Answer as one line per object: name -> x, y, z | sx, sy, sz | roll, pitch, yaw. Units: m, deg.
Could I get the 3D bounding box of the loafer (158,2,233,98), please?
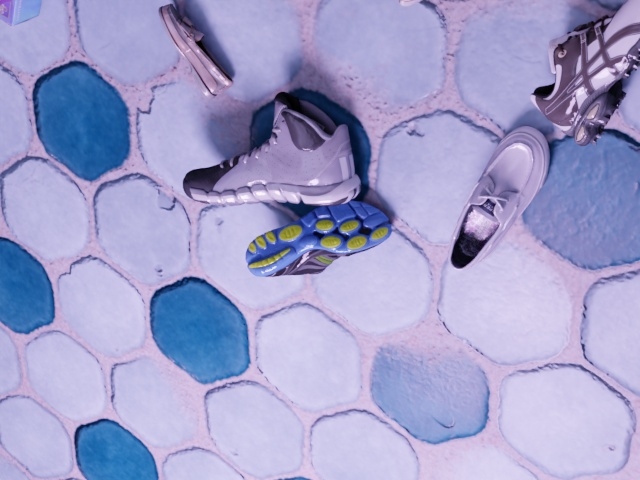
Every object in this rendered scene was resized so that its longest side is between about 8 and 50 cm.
loafer -> -0.149, -0.234, 1.287 | 0.039, 0.045, 0.125 | -23, 108, 19

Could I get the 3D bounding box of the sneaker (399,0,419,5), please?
sneaker -> 0.130, -0.304, 1.071 | 0.290, 0.106, 0.123 | 2, 150, 20

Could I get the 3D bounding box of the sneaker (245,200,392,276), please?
sneaker -> 0.000, 0.000, 1.306 | 0.188, 0.078, 0.067 | -19, 75, 21

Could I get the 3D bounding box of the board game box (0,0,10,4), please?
board game box -> -0.400, -0.407, 1.159 | 0.056, 0.208, 0.347 | 24, 124, 17

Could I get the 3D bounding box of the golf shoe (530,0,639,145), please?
golf shoe -> 0.272, -0.189, 1.039 | 0.094, 0.077, 0.198 | 32, 125, 12

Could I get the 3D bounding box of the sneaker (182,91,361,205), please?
sneaker -> -0.064, -0.114, 1.278 | 0.228, 0.086, 0.132 | 1, 110, 19

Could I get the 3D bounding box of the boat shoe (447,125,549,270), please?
boat shoe -> 0.189, -0.041, 1.170 | 0.066, 0.063, 0.184 | 38, 127, 8

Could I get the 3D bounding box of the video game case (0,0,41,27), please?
video game case -> -0.442, -0.445, 1.331 | 0.244, 0.061, 0.269 | 31, 126, 13
